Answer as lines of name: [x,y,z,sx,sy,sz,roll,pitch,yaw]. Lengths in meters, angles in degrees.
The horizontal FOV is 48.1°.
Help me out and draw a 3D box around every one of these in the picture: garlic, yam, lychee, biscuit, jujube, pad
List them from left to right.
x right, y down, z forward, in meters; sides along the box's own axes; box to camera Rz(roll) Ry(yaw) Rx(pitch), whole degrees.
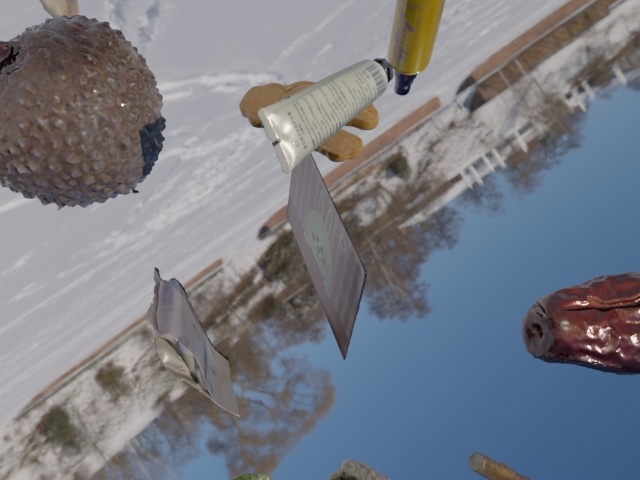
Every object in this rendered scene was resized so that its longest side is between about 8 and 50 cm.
garlic: [-0.498,-0.467,1.368,0.084,0.152,0.066,-16,169,-45]
lychee: [-0.376,-0.187,1.056,0.300,0.300,0.300,-34,-177,2]
biscuit: [-0.024,-0.209,1.196,0.040,0.236,0.144,90,25,-50]
pad: [-0.001,0.000,1.054,0.005,0.300,0.202,-9,140,-17]
yam: [0.425,0.545,1.672,0.057,0.241,0.057,-29,-136,31]
jujube: [0.571,0.167,1.415,0.342,0.216,0.216,-5,179,-9]

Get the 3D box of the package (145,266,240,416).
package: [-0.235,0.184,1.279,0.062,0.251,0.204,-31,-155,4]

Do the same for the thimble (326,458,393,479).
thimble: [0.094,0.578,1.456,0.196,0.148,0.229,-50,-153,6]

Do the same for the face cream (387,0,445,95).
face cream: [0.158,-0.347,1.226,0.078,0.078,0.273,-36,160,-19]

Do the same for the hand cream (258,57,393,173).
hand cream: [0.013,-0.166,0.880,0.050,0.080,0.234,-8,-156,47]

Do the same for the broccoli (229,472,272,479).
broccoli: [-0.086,0.534,1.234,0.347,0.281,0.293,-23,-171,-27]
